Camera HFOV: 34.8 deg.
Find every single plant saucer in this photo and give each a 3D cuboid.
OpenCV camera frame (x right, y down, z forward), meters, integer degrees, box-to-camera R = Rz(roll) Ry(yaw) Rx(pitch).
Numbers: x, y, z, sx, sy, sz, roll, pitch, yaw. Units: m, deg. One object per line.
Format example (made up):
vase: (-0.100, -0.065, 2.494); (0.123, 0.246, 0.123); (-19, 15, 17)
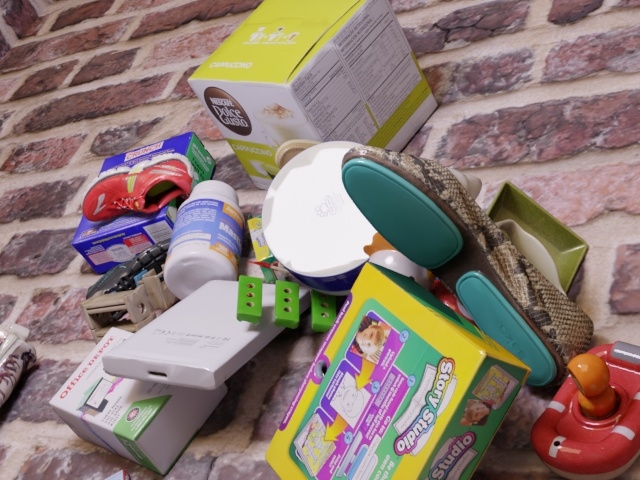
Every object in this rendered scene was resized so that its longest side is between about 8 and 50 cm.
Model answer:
plant saucer: (0.335, 0.025, 1.709); (0.188, 0.188, 0.045); (-57, 8, -31)

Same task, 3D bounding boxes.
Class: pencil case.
pencil case: (-0.745, 0.354, 2.111); (0.183, 0.160, 0.410); (-23, 32, 41)

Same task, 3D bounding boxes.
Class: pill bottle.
pill bottle: (-0.240, -0.004, 2.173); (0.152, 0.152, 0.272); (-19, 37, 18)

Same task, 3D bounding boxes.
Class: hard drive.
hard drive: (-0.199, 0.164, 1.874); (0.233, 0.047, 0.353); (3, 22, 27)

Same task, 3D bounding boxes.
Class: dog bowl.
dog bowl: (0.032, -0.041, 1.832); (0.264, 0.104, 0.265); (-8, 67, 20)

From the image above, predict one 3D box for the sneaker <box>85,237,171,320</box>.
sneaker: (-0.414, 0.070, 2.262); (0.267, 0.101, 0.106); (-35, 33, -4)

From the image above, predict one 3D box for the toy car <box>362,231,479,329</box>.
toy car: (0.164, 0.076, 1.691); (0.210, 0.238, 0.219); (0, 46, 37)

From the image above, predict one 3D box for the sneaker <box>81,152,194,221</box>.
sneaker: (-0.411, -0.103, 2.267); (0.279, 0.107, 0.118); (-23, 47, 12)

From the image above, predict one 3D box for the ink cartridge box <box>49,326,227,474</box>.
ink cartridge box: (-0.345, 0.294, 1.918); (0.278, 0.117, 0.201); (10, 52, 43)

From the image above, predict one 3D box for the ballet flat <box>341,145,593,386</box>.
ballet flat: (0.238, 0.010, 1.577); (0.182, 0.483, 0.164); (-45, 2, -35)

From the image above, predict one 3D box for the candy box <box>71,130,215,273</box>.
candy box: (-0.418, -0.095, 2.445); (0.268, 0.122, 0.317); (-15, 40, 22)

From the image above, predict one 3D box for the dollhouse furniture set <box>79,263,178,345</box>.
dollhouse furniture set: (-0.381, 0.146, 2.150); (0.129, 0.129, 0.183); (-9, 17, 30)

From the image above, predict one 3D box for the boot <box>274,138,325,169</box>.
boot: (0.034, -0.091, 1.977); (0.095, 0.262, 0.203); (-56, 17, 23)

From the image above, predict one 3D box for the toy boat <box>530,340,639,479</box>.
toy boat: (0.384, 0.218, 1.423); (0.151, 0.151, 0.231); (14, 55, 47)

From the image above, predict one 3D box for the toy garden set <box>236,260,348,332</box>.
toy garden set: (-0.032, 0.102, 1.881); (0.244, 0.049, 0.204); (9, 35, -8)

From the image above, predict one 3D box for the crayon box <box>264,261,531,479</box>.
crayon box: (0.098, 0.260, 1.501); (0.313, 0.106, 0.363); (39, 104, 52)

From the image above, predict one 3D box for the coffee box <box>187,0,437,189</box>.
coffee box: (-0.014, -0.325, 2.232); (0.337, 0.334, 0.338); (13, 54, 46)

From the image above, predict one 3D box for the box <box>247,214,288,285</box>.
box: (-0.105, 0.025, 2.074); (0.043, 0.105, 0.179); (-22, 35, 0)

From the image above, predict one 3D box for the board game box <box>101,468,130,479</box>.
board game box: (-0.457, 0.525, 1.802); (0.281, 0.027, 0.145); (-29, 33, 5)
